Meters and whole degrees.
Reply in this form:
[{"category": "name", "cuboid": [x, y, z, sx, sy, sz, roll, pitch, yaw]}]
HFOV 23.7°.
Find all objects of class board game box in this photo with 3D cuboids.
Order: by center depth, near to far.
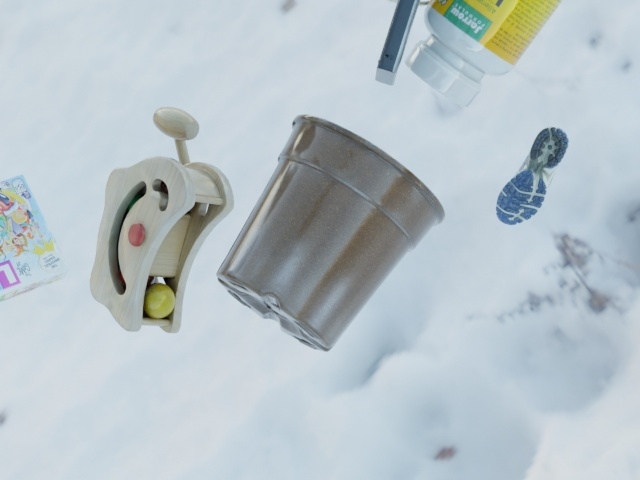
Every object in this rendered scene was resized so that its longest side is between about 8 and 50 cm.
[{"category": "board game box", "cuboid": [-0.319, 0.011, 1.378, 0.154, 0.026, 0.103, -22, 78, -30]}]

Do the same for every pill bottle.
[{"category": "pill bottle", "cuboid": [0.185, -0.252, 1.640, 0.208, 0.117, 0.117, -54, 44, 13]}]

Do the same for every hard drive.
[{"category": "hard drive", "cuboid": [0.088, -0.235, 1.593, 0.022, 0.094, 0.135, 17, 88, 2]}]

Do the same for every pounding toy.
[{"category": "pounding toy", "cuboid": [-0.163, -0.021, 1.848, 0.154, 0.154, 0.270, 15, 95, 44]}]

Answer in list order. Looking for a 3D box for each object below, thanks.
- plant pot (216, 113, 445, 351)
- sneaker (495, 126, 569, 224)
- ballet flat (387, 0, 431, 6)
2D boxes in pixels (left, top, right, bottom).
[{"category": "plant pot", "cuboid": [0.000, 0.000, 1.382, 0.167, 0.167, 0.165, 24, 74, 42]}, {"category": "sneaker", "cuboid": [0.262, -0.078, 1.852, 0.052, 0.058, 0.135, 34, 105, 6]}, {"category": "ballet flat", "cuboid": [0.094, -0.355, 2.002, 0.079, 0.221, 0.077, -62, 25, 16]}]
